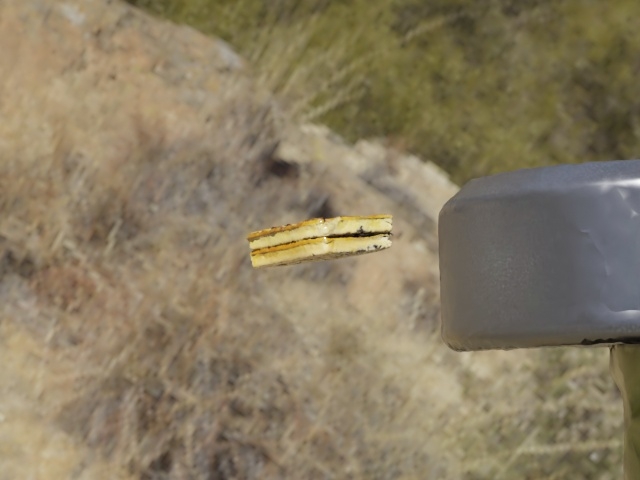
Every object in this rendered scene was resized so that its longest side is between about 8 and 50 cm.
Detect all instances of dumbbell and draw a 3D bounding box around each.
[{"bbox_3d":[0.157,0.133,0.682,0.203,0.203,0.322,3,84,-40],"label":"dumbbell"}]

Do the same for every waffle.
[{"bbox_3d":[0.000,0.000,1.724,0.102,0.148,0.042,-4,86,-39],"label":"waffle"}]
